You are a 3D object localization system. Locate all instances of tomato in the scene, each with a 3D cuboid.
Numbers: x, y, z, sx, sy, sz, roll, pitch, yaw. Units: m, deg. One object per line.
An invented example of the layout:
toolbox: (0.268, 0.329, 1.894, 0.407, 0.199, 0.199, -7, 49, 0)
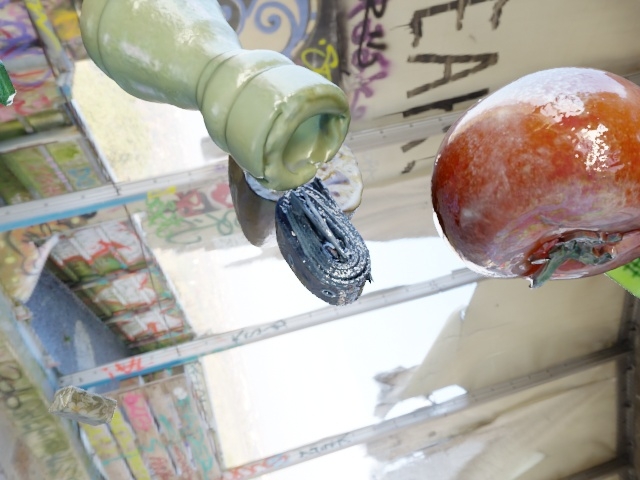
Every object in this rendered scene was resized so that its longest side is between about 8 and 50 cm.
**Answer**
tomato: (0.259, -0.074, 0.612, 0.270, 0.271, 0.227, 97, -13, -63)

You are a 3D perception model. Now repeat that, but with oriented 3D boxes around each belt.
belt: (0.000, 0.001, 0.903, 0.218, 0.122, 0.128, 55, -19, 23)

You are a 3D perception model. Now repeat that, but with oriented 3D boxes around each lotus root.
lotus root: (-0.067, -0.127, 1.184, 0.250, 0.316, 0.316, 119, -42, -54)

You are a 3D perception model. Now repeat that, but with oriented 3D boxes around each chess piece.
chess piece: (-0.168, -0.256, 0.830, 0.442, 0.234, 0.234, 41, -28, 28)

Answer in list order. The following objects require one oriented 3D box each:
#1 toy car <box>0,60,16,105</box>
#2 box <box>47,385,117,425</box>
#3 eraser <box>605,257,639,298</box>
toy car: (-0.469, -0.319, 0.613, 0.358, 0.176, 0.213, -55, -178, 39)
box: (-0.421, 0.295, 0.939, 0.098, 0.062, 0.044, 36, 45, -35)
eraser: (0.602, -0.027, 0.860, 0.092, 0.210, 0.274, 46, -67, 36)
